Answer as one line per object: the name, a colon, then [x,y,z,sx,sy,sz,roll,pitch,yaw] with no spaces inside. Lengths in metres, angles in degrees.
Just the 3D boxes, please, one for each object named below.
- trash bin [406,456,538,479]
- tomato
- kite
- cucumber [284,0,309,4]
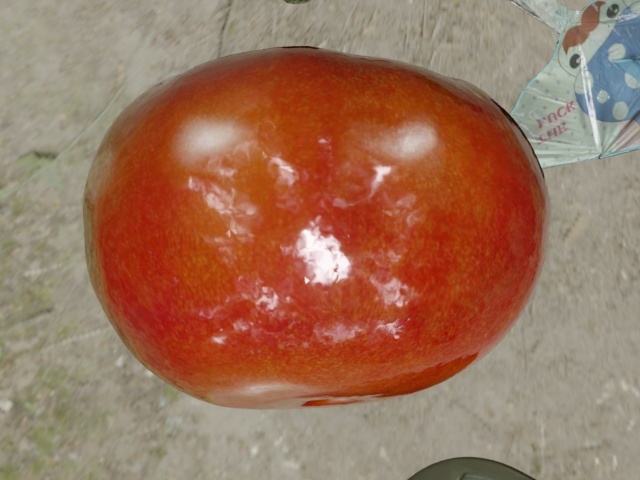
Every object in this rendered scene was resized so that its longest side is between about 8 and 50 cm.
trash bin: [0.146,0.307,0.949,0.220,0.219,0.250,-52,137,-9]
tomato: [0.000,0.000,0.586,0.195,0.195,0.136,-4,79,7]
kite: [0.236,-0.180,1.250,0.314,0.011,0.335,32,93,-26]
cucumber: [-0.017,-0.265,1.083,0.075,0.074,0.241,11,147,2]
